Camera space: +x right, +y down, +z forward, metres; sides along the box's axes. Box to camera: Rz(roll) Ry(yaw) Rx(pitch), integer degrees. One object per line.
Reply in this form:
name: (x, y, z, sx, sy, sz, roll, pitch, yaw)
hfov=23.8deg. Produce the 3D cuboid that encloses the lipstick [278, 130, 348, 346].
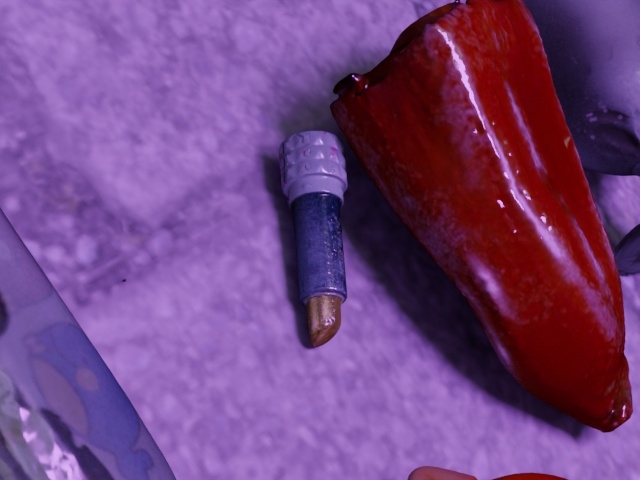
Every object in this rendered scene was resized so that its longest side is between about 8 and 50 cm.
lipstick: (0.000, 0.000, 0.789, 0.037, 0.037, 0.116, 14, 56, -33)

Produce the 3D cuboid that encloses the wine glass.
wine glass: (0.185, -0.102, 0.973, 0.103, 0.103, 0.231, -2, 59, -41)

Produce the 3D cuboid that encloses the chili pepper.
chili pepper: (0.106, -0.009, 0.828, 0.136, 0.144, 0.252, -26, 86, -17)

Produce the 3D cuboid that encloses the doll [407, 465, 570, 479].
doll: (0.096, 0.183, 0.706, 0.217, 0.085, 0.183, -7, 65, -33)

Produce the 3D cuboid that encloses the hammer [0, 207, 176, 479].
hammer: (-0.211, 0.101, 0.489, 0.335, 0.119, 0.206, -30, 82, -41)
